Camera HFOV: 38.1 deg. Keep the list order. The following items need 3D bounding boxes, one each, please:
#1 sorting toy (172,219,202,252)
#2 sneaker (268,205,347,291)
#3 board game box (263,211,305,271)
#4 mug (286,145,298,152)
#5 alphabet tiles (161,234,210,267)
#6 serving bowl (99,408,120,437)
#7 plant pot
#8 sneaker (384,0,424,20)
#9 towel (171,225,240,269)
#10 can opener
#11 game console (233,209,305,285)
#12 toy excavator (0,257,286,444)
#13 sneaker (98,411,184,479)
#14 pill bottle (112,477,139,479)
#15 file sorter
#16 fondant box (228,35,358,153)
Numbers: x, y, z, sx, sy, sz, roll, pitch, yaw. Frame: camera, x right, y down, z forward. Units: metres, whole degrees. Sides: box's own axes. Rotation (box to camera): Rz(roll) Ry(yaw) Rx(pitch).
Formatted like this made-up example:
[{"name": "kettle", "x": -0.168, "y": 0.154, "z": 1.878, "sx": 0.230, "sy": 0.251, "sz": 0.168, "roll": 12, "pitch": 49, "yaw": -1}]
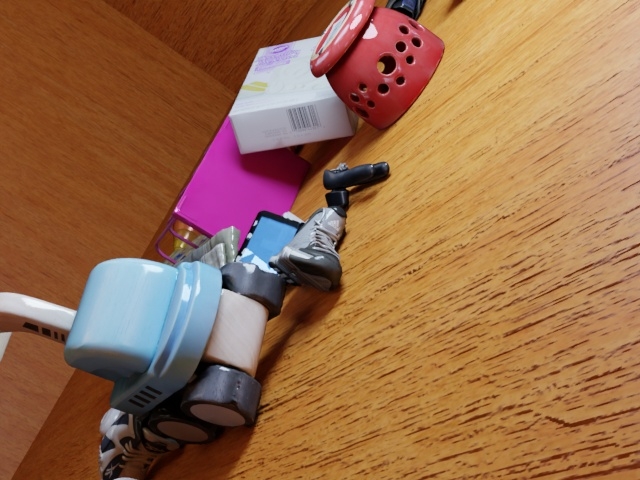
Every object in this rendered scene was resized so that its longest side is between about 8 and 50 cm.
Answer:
[{"name": "sorting toy", "x": -0.290, "y": -0.067, "z": 2.376, "sx": 0.365, "sy": 0.127, "sz": 0.126, "roll": -45, "pitch": 15, "yaw": 40}, {"name": "sneaker", "x": 0.000, "y": 0.000, "z": 1.380, "sx": 0.132, "sy": 0.086, "sz": 0.228, "roll": -53, "pitch": 16, "yaw": -12}, {"name": "board game box", "x": -0.144, "y": 0.094, "z": 1.699, "sx": 0.305, "sy": 0.053, "sz": 0.193, "roll": -40, "pitch": 23, "yaw": 48}, {"name": "mug", "x": -0.091, "y": -0.282, "z": 2.203, "sx": 0.113, "sy": 0.150, "sz": 0.169, "roll": 1, "pitch": 45, "yaw": 32}, {"name": "alphabet tiles", "x": -0.382, "y": 0.097, "z": 2.210, "sx": 0.342, "sy": 0.011, "sz": 0.285, "roll": -43, "pitch": 17, "yaw": -20}, {"name": "serving bowl", "x": -0.498, "y": 0.424, "z": 2.192, "sx": 0.083, "sy": 0.027, "sz": 0.083, "roll": -51, "pitch": 16, "yaw": 21}, {"name": "plant pot", "x": 0.091, "y": -0.315, "z": 1.597, "sx": 0.191, "sy": 0.174, "sz": 0.191, "roll": -49, "pitch": 17, "yaw": 21}, {"name": "sneaker", "x": 0.186, "y": -0.504, "z": 1.903, "sx": 0.232, "sy": 0.081, "sz": 0.090, "roll": -64, "pitch": 17, "yaw": -2}, {"name": "towel", "x": -0.242, "y": 0.163, "z": 1.666, "sx": 0.312, "sy": 0.056, "sz": 0.324, "roll": -36, "pitch": 45, "yaw": 51}, {"name": "can opener", "x": 0.059, "y": -0.099, "z": 1.487, "sx": 0.059, "sy": 0.073, "sz": 0.186, "roll": -19, "pitch": 0, "yaw": -28}, {"name": "game console", "x": -0.061, "y": 0.000, "z": 1.548, "sx": 0.124, "sy": 0.085, "sz": 0.144, "roll": -30, "pitch": 29, "yaw": 46}, {"name": "toy excavator", "x": -0.334, "y": 0.132, "z": 1.388, "sx": 0.433, "sy": 0.445, "sz": 0.222, "roll": -37, "pitch": 33, "yaw": 54}, {"name": "sneaker", "x": -0.298, "y": 0.349, "z": 1.555, "sx": 0.153, "sy": 0.094, "sz": 0.235, "roll": 20, "pitch": 88, "yaw": 62}, {"name": "pill bottle", "x": -0.331, "y": 0.448, "z": 1.332, "sx": 0.272, "sy": 0.152, "sz": 0.152, "roll": -45, "pitch": 18, "yaw": 35}, {"name": "file sorter", "x": -0.189, "y": -0.070, "z": 1.924, "sx": 0.182, "sy": 0.202, "sz": 0.291, "roll": -44, "pitch": 18, "yaw": 50}, {"name": "fondant box", "x": -0.035, "y": -0.312, "z": 1.911, "sx": 0.238, "sy": 0.096, "sz": 0.330, "roll": -8, "pitch": 32, "yaw": 14}]
